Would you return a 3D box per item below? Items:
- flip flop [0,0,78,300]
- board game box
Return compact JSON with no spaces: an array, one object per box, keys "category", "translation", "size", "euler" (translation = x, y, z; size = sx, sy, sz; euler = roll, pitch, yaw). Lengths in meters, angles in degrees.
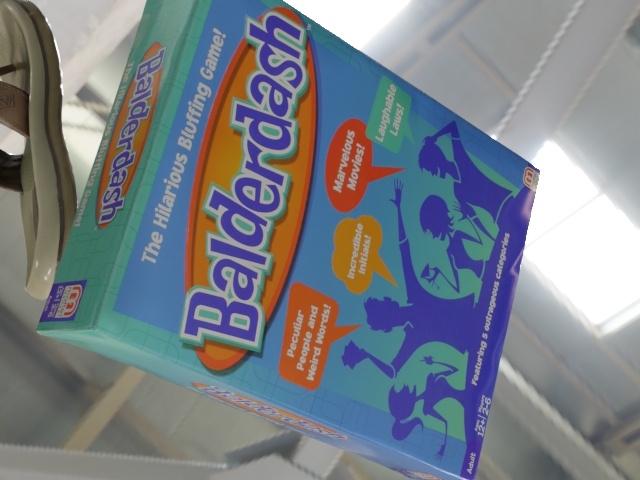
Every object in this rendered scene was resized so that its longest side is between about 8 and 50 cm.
[{"category":"flip flop","translation":[-0.234,-0.076,0.920],"size":[0.080,0.112,0.277],"euler":[-4,-123,-17]},{"category":"board game box","translation":[0.000,0.000,0.531],"size":[0.210,0.047,0.160],"euler":[27,-111,-35]}]
